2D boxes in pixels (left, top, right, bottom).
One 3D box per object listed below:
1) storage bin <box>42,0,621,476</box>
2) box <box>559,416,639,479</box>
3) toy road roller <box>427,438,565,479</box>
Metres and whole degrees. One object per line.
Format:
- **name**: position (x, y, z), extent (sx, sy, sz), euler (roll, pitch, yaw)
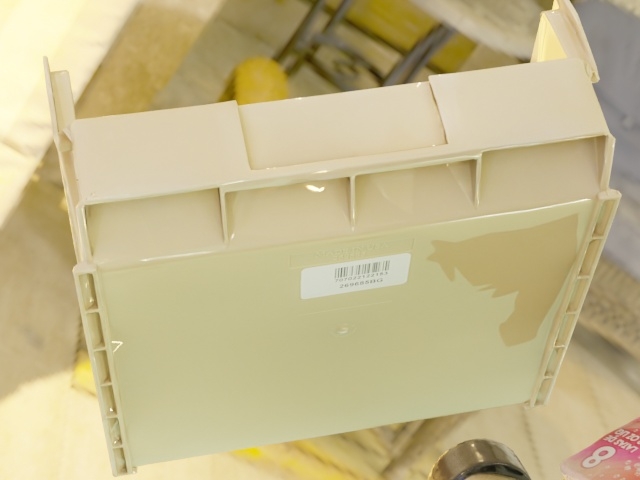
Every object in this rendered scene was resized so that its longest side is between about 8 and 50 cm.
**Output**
- **storage bin**: position (0.000, 0.000, 0.782), extent (0.262, 0.260, 0.123), euler (-8, 57, -8)
- **box**: position (0.232, 0.148, 0.495), extent (0.300, 0.142, 0.154), euler (25, -41, 65)
- **toy road roller**: position (0.216, 0.340, 1.296), extent (0.329, 0.240, 0.202), euler (15, 17, -16)
